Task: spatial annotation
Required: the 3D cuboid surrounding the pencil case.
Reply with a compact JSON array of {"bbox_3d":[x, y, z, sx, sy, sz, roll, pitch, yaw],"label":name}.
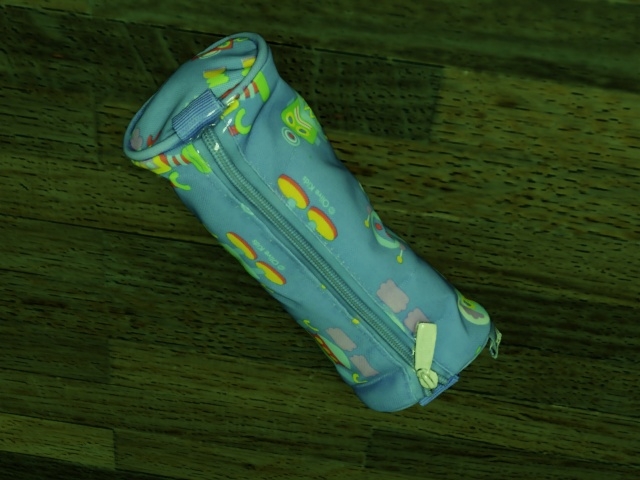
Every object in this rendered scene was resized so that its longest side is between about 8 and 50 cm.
[{"bbox_3d":[0.000,0.000,0.661,0.119,0.133,0.306,-40,114,4],"label":"pencil case"}]
